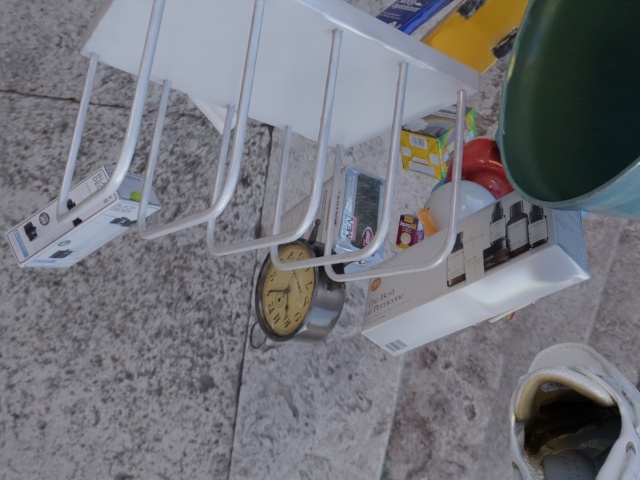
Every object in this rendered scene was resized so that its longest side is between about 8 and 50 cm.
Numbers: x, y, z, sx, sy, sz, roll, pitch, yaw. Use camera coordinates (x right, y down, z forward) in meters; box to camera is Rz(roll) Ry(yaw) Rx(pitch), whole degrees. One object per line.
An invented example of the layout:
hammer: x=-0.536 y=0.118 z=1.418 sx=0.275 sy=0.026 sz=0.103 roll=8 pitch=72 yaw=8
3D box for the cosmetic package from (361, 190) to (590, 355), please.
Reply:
cosmetic package: x=0.148 y=0.031 z=0.644 sx=0.060 sy=0.098 sz=0.239 roll=38 pitch=133 yaw=-23

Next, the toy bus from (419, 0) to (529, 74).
toy bus: x=0.317 y=-0.395 z=1.003 sx=0.333 sy=0.130 sz=0.108 roll=-41 pitch=101 yaw=18

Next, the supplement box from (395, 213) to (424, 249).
supplement box: x=0.221 y=-0.019 z=1.521 sx=0.055 sy=0.043 sz=0.083 roll=17 pitch=106 yaw=37

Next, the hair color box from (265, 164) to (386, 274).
hair color box: x=0.000 y=0.000 z=1.386 sx=0.114 sy=0.374 sz=0.185 roll=18 pitch=65 yaw=-23

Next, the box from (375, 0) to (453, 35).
box: x=0.230 y=-0.570 z=1.536 sx=0.225 sy=0.136 sz=0.036 roll=-39 pitch=128 yaw=-9

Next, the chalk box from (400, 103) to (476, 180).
chalk box: x=0.322 y=-0.276 z=1.636 sx=0.213 sy=0.132 sz=0.132 roll=-39 pitch=134 yaw=-29

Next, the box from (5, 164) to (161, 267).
box: x=-0.524 y=-0.046 z=1.390 sx=0.290 sy=0.169 sz=0.087 roll=-31 pitch=79 yaw=12

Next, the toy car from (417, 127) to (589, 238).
toy car: x=0.239 y=-0.028 z=0.925 sx=0.210 sy=0.219 sz=0.238 roll=49 pitch=55 yaw=4

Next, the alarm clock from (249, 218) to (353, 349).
alarm clock: x=-0.035 y=0.075 z=0.777 sx=0.064 sy=0.129 sz=0.192 roll=17 pitch=130 yaw=-38

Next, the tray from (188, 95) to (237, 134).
tray: x=-0.194 y=-0.408 z=1.599 sx=0.270 sy=0.030 sz=0.145 roll=-40 pitch=111 yaw=2

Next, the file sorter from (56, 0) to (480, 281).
file sorter: x=-0.042 y=-0.075 z=0.503 sx=0.278 sy=0.193 sz=0.173 roll=14 pitch=75 yaw=-32

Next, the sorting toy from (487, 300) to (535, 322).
sorting toy: x=0.457 y=0.131 z=1.486 sx=0.046 sy=0.132 sz=0.274 roll=38 pitch=129 yaw=-20

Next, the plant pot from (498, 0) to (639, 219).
plant pot: x=0.296 y=-0.141 z=0.469 sx=0.196 sy=0.293 sz=0.292 roll=15 pitch=105 yaw=-11

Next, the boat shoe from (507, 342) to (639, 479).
boat shoe: x=0.181 y=0.129 z=0.441 sx=0.098 sy=0.277 sz=0.096 roll=-24 pitch=100 yaw=20
